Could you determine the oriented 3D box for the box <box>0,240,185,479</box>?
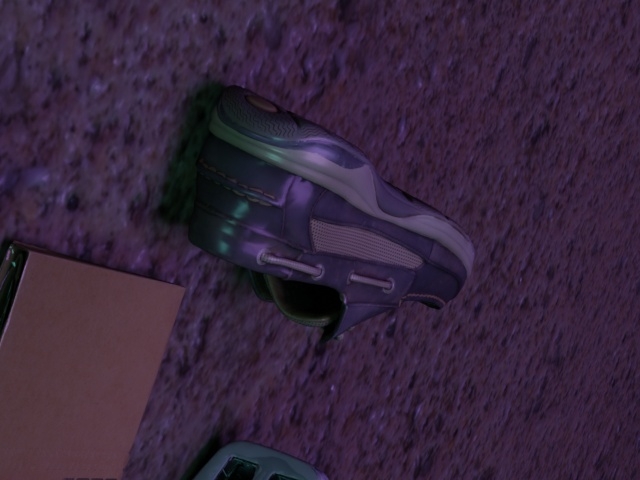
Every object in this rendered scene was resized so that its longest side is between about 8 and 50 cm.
[{"bbox_3d":[-0.163,0.092,1.032,0.201,0.021,0.164,19,89,-66],"label":"box"}]

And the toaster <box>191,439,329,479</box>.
[{"bbox_3d":[-0.054,0.259,1.258,0.227,0.129,0.146,-52,148,-33],"label":"toaster"}]

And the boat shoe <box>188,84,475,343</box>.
[{"bbox_3d":[0.000,0.000,1.215,0.130,0.132,0.355,-60,147,-1],"label":"boat shoe"}]
